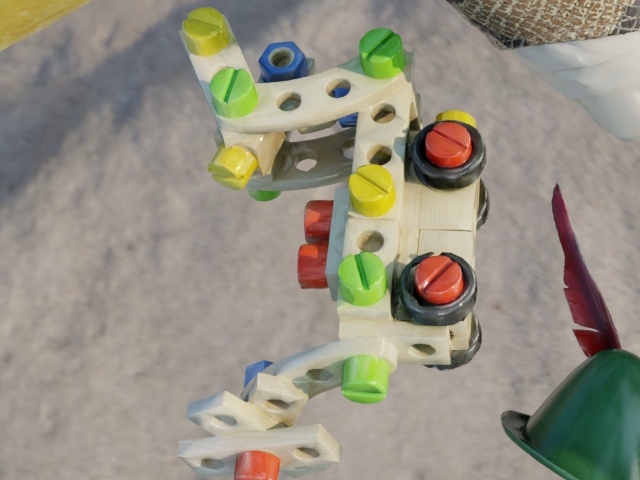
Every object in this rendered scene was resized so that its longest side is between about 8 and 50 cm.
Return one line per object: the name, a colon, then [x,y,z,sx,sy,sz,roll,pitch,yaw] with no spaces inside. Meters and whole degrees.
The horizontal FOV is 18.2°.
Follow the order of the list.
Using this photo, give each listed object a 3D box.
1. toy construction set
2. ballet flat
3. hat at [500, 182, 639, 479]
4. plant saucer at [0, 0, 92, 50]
toy construction set: [0.000,0.000,1.291,0.215,0.151,0.327,1,71,9]
ballet flat: [0.246,-0.160,1.302,0.164,0.483,0.182,-1,101,46]
hat: [0.247,0.098,1.523,0.208,0.173,0.183,26,98,-16]
plant saucer: [-0.151,-0.180,0.385,0.333,0.081,0.332,-26,96,23]
